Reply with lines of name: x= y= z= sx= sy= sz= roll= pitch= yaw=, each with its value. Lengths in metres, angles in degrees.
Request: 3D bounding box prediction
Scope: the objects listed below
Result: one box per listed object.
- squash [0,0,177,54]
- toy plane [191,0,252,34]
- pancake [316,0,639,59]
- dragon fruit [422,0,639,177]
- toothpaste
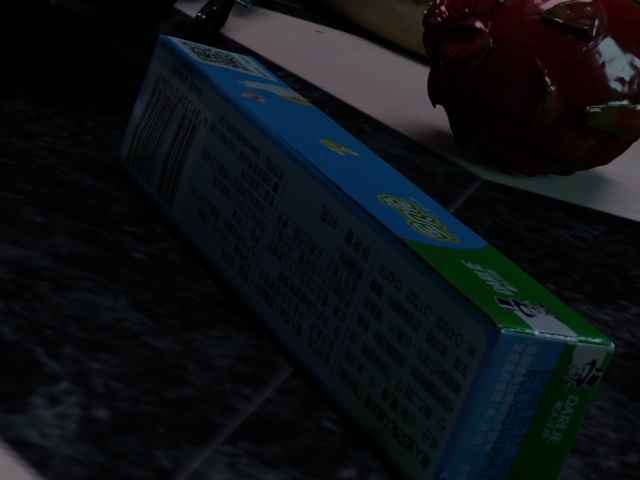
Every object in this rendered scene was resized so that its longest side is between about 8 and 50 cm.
squash: x=-0.118 y=-0.179 z=0.772 sx=0.156 sy=0.193 sz=0.193 roll=46 pitch=-3 yaw=-40
toy plane: x=-0.094 y=-0.212 z=1.042 sx=0.155 sy=0.106 sz=0.381 roll=28 pitch=14 yaw=-3
pancake: x=0.172 y=-0.189 z=1.248 sx=0.382 sy=0.071 sz=0.382 roll=13 pitch=26 yaw=-6
dragon fruit: x=0.137 y=-0.096 z=0.891 sx=0.166 sy=0.136 sz=0.133 roll=30 pitch=-2 yaw=-40
toothpaste: x=0.000 y=0.000 z=0.567 sx=0.050 sy=0.065 sz=0.267 roll=11 pitch=19 yaw=-34
